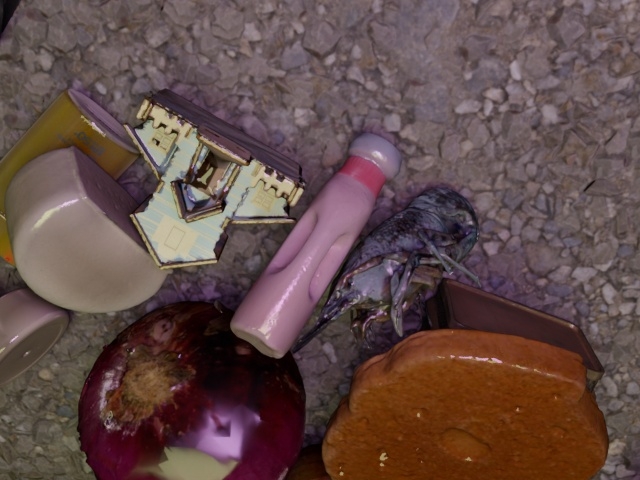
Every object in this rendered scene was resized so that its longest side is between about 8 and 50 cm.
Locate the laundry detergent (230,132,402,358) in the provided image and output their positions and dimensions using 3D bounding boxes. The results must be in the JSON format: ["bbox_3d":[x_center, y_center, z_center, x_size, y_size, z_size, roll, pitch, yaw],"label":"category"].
[{"bbox_3d":[0.000,0.000,1.007,0.088,0.159,0.335,33,75,-2],"label":"laundry detergent"}]

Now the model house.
[{"bbox_3d":[-0.174,-0.060,1.037,0.271,0.178,0.206,29,106,-12],"label":"model house"}]

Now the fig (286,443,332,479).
[{"bbox_3d":[-0.007,0.445,1.228,0.205,0.205,0.205,1,113,3],"label":"fig"}]

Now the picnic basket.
[{"bbox_3d":[0.274,0.181,1.113,0.267,0.165,0.139,19,112,-5],"label":"picnic basket"}]

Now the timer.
[{"bbox_3d":[-0.554,0.088,1.160,0.266,0.175,0.175,43,110,6],"label":"timer"}]

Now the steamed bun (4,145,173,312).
[{"bbox_3d":[-0.340,0.001,1.044,0.164,0.146,0.241,-33,139,3],"label":"steamed bun"}]

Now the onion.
[{"bbox_3d":[-0.171,0.282,1.135,0.348,0.347,0.385,-15,145,10],"label":"onion"}]

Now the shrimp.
[{"bbox_3d":[0.113,0.044,0.980,0.137,0.372,0.172,48,145,-11],"label":"shrimp"}]

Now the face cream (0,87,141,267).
[{"bbox_3d":[-0.411,-0.085,1.099,0.285,0.067,0.139,-41,109,18],"label":"face cream"}]

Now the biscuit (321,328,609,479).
[{"bbox_3d":[0.187,0.273,1.031,0.350,0.078,0.455,27,132,-17],"label":"biscuit"}]

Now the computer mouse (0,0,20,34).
[{"bbox_3d":[-0.469,-0.325,1.015,0.079,0.047,0.135,27,114,-7],"label":"computer mouse"}]
